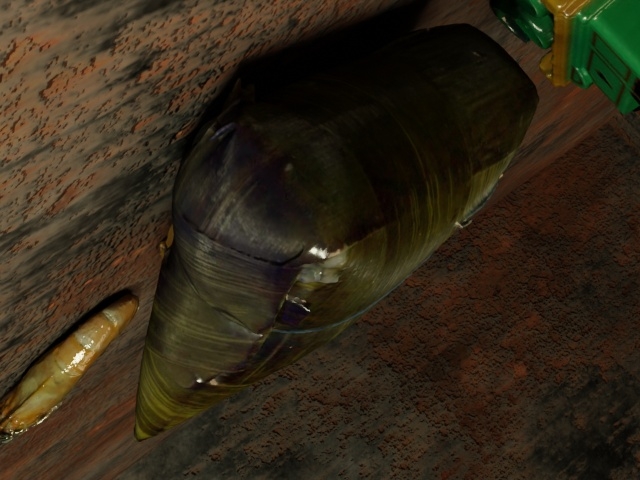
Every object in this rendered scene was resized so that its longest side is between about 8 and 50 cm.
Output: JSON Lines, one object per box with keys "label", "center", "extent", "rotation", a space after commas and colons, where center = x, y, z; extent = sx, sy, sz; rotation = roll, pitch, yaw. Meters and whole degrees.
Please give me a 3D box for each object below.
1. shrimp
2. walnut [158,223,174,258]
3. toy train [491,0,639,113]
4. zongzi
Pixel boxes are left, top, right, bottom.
{"label": "shrimp", "center": [-0.285, 0.140, 1.241], "extent": [0.236, 0.053, 0.133], "rotation": [-45, -171, 7]}
{"label": "walnut", "center": [-0.064, -0.021, 1.192], "extent": [0.211, 0.087, 0.167], "rotation": [-37, 165, -16]}
{"label": "toy train", "center": [0.323, -0.237, 1.177], "extent": [0.178, 0.249, 0.429], "rotation": [-41, 169, 6]}
{"label": "zongzi", "center": [0.000, 0.000, 1.105], "extent": [0.403, 0.208, 0.432], "rotation": [-32, 161, -42]}
